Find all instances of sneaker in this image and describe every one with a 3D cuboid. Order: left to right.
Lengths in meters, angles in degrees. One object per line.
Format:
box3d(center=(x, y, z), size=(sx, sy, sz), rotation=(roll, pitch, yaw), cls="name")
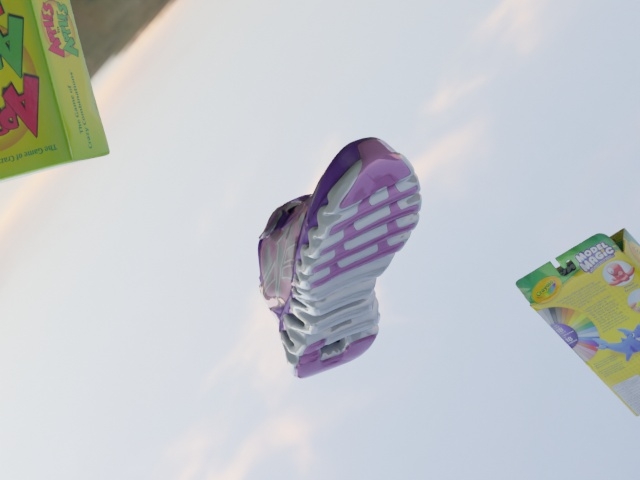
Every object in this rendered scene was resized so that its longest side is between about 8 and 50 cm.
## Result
box3d(center=(0.000, 0.000, 1.071), size=(0.095, 0.105, 0.236), rotation=(-18, 148, -25), cls="sneaker")

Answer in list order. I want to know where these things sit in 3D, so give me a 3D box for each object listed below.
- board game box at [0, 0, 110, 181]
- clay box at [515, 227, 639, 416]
box3d(center=(-0.195, -0.127, 0.851), size=(0.092, 0.181, 0.043), rotation=(-12, -176, 24), cls="board game box")
box3d(center=(0.328, 0.081, 1.564), size=(0.127, 0.222, 0.053), rotation=(-33, -160, 32), cls="clay box")
